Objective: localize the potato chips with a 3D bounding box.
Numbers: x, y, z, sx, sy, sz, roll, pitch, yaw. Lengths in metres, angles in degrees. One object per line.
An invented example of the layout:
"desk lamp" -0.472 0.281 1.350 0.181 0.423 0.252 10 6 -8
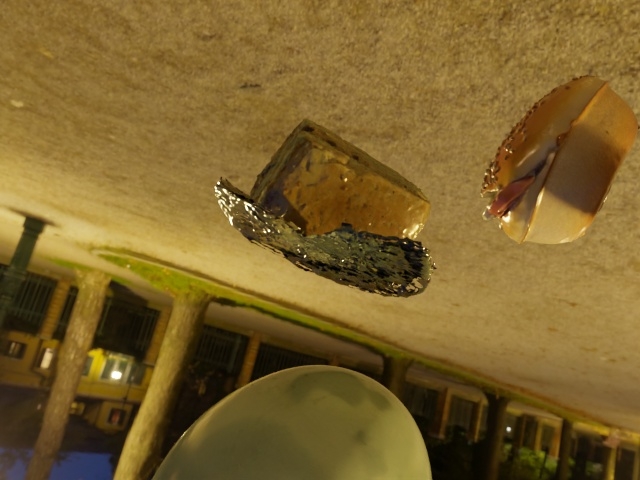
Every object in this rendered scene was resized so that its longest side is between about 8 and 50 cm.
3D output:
"potato chips" -0.002 0.004 0.545 0.220 0.029 0.202 26 164 -8

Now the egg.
"egg" -0.053 0.269 0.528 0.230 0.371 0.230 33 -157 -16

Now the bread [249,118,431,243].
"bread" 0.023 -0.043 0.687 0.196 0.138 0.102 31 -167 -13

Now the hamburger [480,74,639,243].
"hamburger" 0.303 -0.102 0.735 0.148 0.236 0.237 28 170 15
